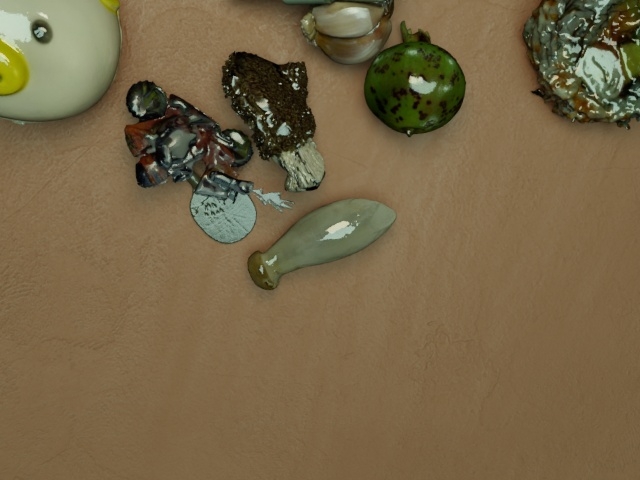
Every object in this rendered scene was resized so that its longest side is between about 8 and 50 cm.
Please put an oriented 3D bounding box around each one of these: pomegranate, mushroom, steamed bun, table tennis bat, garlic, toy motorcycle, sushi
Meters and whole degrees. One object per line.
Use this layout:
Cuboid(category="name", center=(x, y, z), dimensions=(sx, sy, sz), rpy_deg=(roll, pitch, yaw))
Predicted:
Cuboid(category="pomegranate", center=(0.196, -0.340, 1.406), dimensions=(0.210, 0.211, 0.263), rpy_deg=(6, 77, -7))
Cuboid(category="mushroom", center=(0.000, 0.000, 1.496), dimensions=(0.350, 0.128, 0.128), rpy_deg=(-28, 104, 4))
Cuboid(category="steamed bun", center=(-0.564, -0.387, 1.256), dimensions=(0.373, 0.334, 0.334), rpy_deg=(16, 101, -15))
Cuboid(category="table tennis bat", center=(-0.242, -0.096, 1.502), dimensions=(0.131, 0.022, 0.234), rpy_deg=(-40, 105, 4))
Cuboid(category="garlic", center=(0.059, -0.471, 1.380), dimensions=(0.191, 0.214, 0.160), rpy_deg=(-4, 146, 5))
Cuboid(category="toy motorcycle", center=(-0.241, -0.162, 1.408), dimensions=(0.400, 0.134, 0.207), rpy_deg=(27, 72, -16))
Cuboid(category="sushi", center=(0.637, -0.432, 1.434), dimensions=(0.417, 0.176, 0.418), rpy_deg=(-1, 103, -6))

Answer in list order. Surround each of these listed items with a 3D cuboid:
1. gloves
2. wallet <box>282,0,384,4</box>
Cuboid(category="gloves", center=(-0.084, -0.257, 1.397), dimensions=(0.135, 0.210, 0.312), rpy_deg=(-18, 117, 38))
Cuboid(category="wallet", center=(-0.009, -0.566, 1.295), dimensions=(0.360, 0.083, 0.252), rpy_deg=(8, 75, 18))
